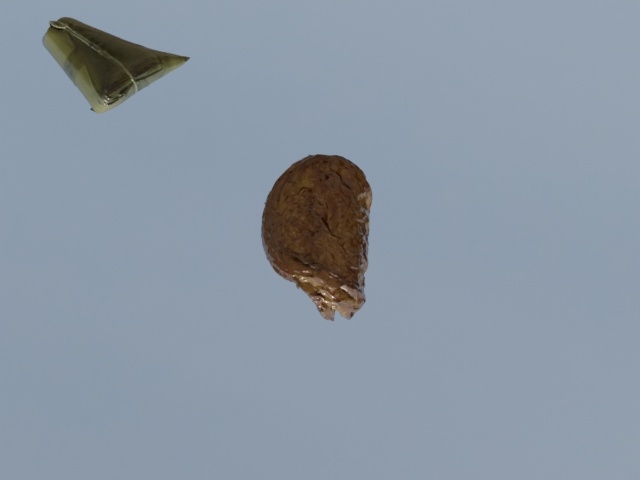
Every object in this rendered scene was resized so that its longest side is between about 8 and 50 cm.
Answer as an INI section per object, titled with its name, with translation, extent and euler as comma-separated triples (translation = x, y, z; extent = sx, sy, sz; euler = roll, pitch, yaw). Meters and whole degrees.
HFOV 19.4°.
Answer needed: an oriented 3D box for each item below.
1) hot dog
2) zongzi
[hot dog]
translation = 0.003, 0.000, 1.484
extent = 0.065, 0.099, 0.147
euler = -25, -136, 31
[zongzi]
translation = -0.199, -0.188, 1.810
extent = 0.113, 0.052, 0.104
euler = -35, -94, -26
